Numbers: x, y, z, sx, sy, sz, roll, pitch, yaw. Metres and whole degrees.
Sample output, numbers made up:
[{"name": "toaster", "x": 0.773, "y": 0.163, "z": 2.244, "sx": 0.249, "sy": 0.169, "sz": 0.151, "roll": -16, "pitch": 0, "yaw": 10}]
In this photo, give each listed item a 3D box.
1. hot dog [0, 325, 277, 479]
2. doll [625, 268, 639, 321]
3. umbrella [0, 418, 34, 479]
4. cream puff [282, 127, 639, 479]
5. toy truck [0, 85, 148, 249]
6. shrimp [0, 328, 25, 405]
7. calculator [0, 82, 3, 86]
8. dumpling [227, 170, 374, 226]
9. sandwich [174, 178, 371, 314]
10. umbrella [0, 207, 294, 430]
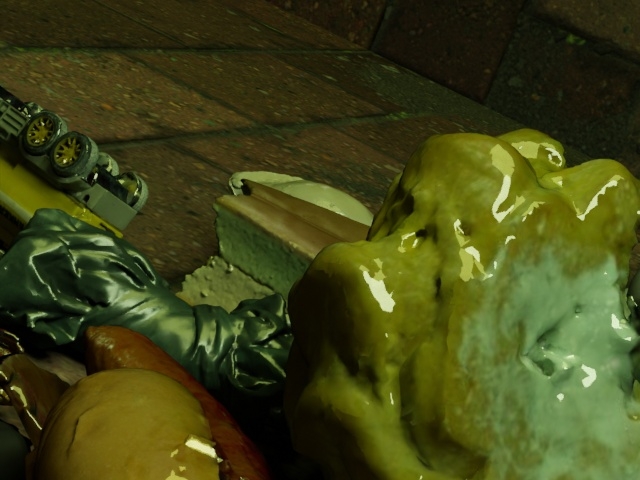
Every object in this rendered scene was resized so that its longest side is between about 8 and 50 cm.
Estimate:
[{"name": "hot dog", "x": -0.084, "y": 0.123, "z": 0.861, "sx": 0.194, "sy": 0.107, "sz": 0.326, "roll": 56, "pitch": 1, "yaw": -40}, {"name": "doll", "x": 0.329, "y": 0.094, "z": 1.650, "sx": 0.195, "sy": 0.153, "sz": 0.258, "roll": 58, "pitch": 7, "yaw": -35}, {"name": "umbrella", "x": -0.272, "y": 0.115, "z": 0.812, "sx": 0.094, "sy": 0.090, "sz": 0.326, "roll": 30, "pitch": 15, "yaw": 35}, {"name": "cream puff", "x": 0.090, "y": 0.093, "z": 1.158, "sx": 0.274, "sy": 0.323, "sz": 0.270, "roll": -10, "pitch": -3, "yaw": -28}, {"name": "toy truck", "x": -0.243, "y": -0.052, "z": 1.399, "sx": 0.227, "sy": 0.114, "sz": 0.098, "roll": 34, "pitch": -4, "yaw": 36}, {"name": "shrimp", "x": -0.225, "y": 0.080, "z": 1.132, "sx": 0.091, "sy": 0.025, "sz": 0.127, "roll": 9, "pitch": 17, "yaw": -47}, {"name": "calculator", "x": -0.416, "y": -0.164, "z": 1.699, "sx": 0.165, "sy": 0.028, "sz": 0.274, "roll": 22, "pitch": 14, "yaw": -7}, {"name": "dumpling", "x": 0.000, "y": 0.000, "z": 1.598, "sx": 0.199, "sy": 0.118, "sz": 0.136, "roll": 49, "pitch": 23, "yaw": 11}, {"name": "sandwich", "x": -0.020, "y": 0.043, "z": 1.415, "sx": 0.186, "sy": 0.108, "sz": 0.220, "roll": 20, "pitch": 18, "yaw": -12}, {"name": "umbrella", "x": -0.150, "y": 0.045, "z": 1.242, "sx": 0.349, "sy": 0.094, "sz": 0.143, "roll": 22, "pitch": 10, "yaw": 5}]
